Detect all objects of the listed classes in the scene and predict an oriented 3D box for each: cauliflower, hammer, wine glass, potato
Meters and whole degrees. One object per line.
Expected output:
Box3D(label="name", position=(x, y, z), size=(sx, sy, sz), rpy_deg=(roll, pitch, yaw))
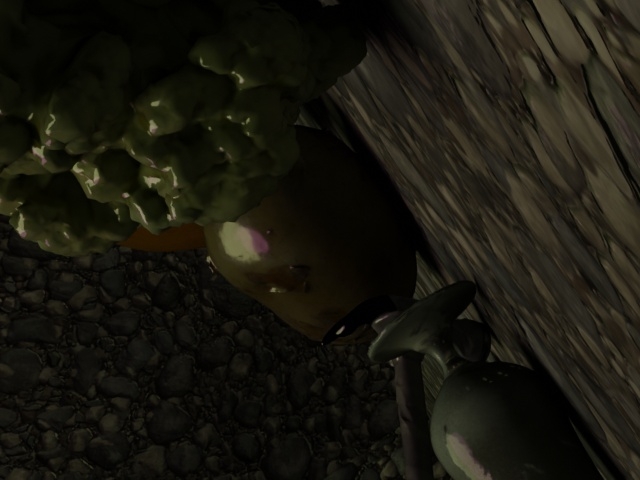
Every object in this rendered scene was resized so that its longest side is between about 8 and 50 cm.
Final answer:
Box3D(label="cauliflower", position=(-0.116, -0.116, 0.922), size=(0.260, 0.327, 0.281), rpy_deg=(61, 151, 12))
Box3D(label="hammer", position=(0.089, 0.225, 1.323), size=(0.152, 0.044, 0.427), rpy_deg=(16, -130, -30))
Box3D(label="wine glass", position=(0.138, 0.150, 1.297), size=(0.231, 0.103, 0.103), rpy_deg=(57, 178, 19))
Box3D(label="potato", position=(0.000, 0.000, 1.511), size=(0.262, 0.165, 0.165), rpy_deg=(41, -170, -51))

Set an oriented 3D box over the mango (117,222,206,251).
Box3D(label="mango", position=(-0.175, -0.121, 1.601), size=(0.445, 0.300, 0.232), rpy_deg=(92, -170, -65))
